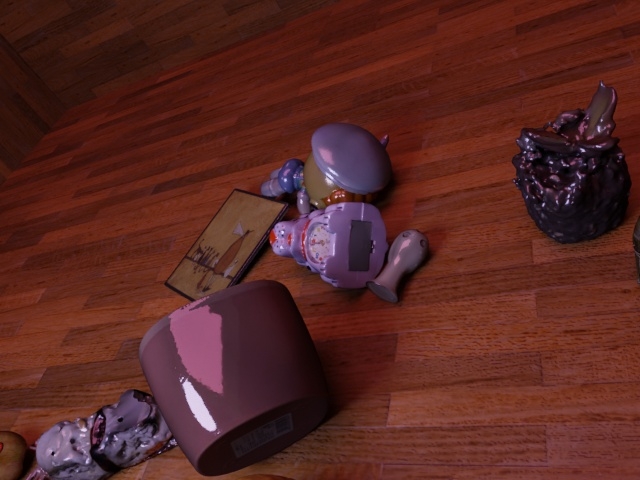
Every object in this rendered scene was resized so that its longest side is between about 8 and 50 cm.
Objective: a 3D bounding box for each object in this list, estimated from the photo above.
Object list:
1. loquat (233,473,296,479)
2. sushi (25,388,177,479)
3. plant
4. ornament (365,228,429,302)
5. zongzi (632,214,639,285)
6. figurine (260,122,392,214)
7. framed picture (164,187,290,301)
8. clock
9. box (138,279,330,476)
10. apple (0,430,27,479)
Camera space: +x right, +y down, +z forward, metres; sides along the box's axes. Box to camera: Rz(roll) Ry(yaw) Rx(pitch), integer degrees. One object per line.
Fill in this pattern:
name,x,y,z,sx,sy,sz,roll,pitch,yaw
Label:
loquat,-0.080,0.433,0.769,0.208,0.208,0.208,-20,39,17
sushi,-0.422,0.393,1.106,0.332,0.130,0.124,-27,38,6
plant,0.446,-0.119,0.981,0.204,0.234,0.178,-26,43,-1
ornament,0.162,0.046,1.126,0.075,0.081,0.156,30,67,13
zongzi,0.538,-0.044,0.861,0.084,0.184,0.187,4,50,44
figurine,-0.017,-0.162,1.384,0.382,0.205,0.224,-16,34,33
framed picture,-0.251,0.014,1.459,0.255,0.014,0.338,19,69,46
clock,0.000,0.000,1.226,0.254,0.189,0.189,9,53,48
box,-0.131,0.239,0.944,0.301,0.301,0.216,-34,59,-1
apple,-0.708,0.485,1.224,0.126,0.102,0.126,-38,45,54
